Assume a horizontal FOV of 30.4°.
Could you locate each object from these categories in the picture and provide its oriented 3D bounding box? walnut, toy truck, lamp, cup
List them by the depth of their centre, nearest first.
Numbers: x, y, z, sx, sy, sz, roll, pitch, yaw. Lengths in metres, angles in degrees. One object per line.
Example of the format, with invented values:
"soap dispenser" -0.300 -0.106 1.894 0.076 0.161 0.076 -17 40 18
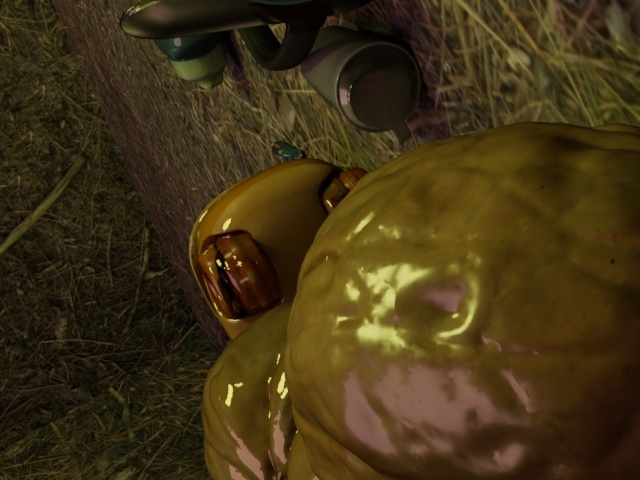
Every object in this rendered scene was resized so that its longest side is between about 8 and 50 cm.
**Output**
"walnut" 0.128 0.066 0.638 0.313 0.252 0.277 1 125 42
"walnut" 0.066 0.160 0.912 0.296 0.285 0.285 25 145 42
"lamp" -0.097 -0.205 0.991 0.283 0.203 0.124 -131 42 -53
"cup" 0.038 -0.130 1.001 0.104 0.074 0.116 52 176 -28
"toy truck" -0.022 0.039 1.286 0.211 0.204 0.288 44 161 59

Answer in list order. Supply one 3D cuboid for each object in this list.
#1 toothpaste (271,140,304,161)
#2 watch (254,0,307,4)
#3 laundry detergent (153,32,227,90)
"toothpaste" -0.039 -0.107 1.455 0.083 0.019 0.027 34 134 55
"watch" -0.012 -0.240 0.654 0.211 0.193 0.211 54 167 19
"laundry detergent" -0.192 -0.313 1.417 0.143 0.094 0.290 38 154 51
